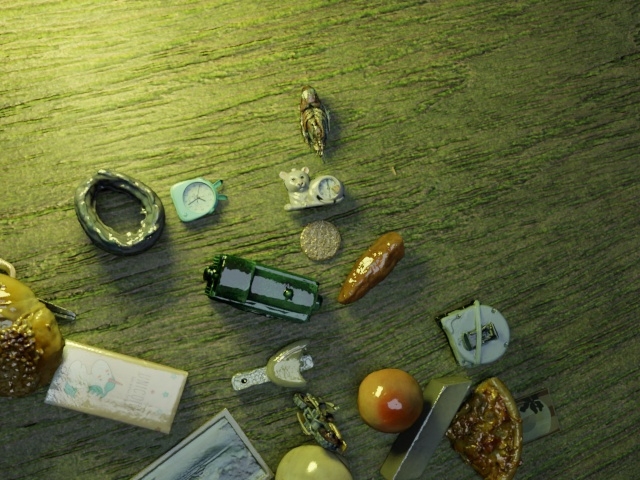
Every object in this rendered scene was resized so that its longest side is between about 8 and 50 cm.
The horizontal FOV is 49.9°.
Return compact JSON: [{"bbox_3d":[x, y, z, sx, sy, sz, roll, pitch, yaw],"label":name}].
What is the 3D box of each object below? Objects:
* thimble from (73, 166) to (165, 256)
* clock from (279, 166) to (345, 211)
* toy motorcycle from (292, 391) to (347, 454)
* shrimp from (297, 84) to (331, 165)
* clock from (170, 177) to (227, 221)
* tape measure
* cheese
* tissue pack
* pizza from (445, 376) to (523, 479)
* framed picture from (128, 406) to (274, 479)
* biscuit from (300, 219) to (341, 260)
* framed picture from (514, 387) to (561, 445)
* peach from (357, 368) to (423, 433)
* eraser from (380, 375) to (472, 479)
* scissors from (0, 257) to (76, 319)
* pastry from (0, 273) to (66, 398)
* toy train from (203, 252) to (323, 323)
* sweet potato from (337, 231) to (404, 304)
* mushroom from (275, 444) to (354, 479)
[{"bbox_3d":[-0.510,-0.073,1.760,0.205,0.172,0.236,-36,92,-14],"label":"thimble"},{"bbox_3d":[-0.021,-0.148,1.906,0.176,0.080,0.117,-8,88,-10],"label":"clock"},{"bbox_3d":[0.011,0.479,1.819,0.130,0.229,0.094,32,98,-31],"label":"toy motorcycle"},{"bbox_3d":[-0.011,-0.319,1.921,0.090,0.079,0.232,-14,95,-7],"label":"shrimp"},{"bbox_3d":[-0.324,-0.116,1.862,0.147,0.045,0.108,-19,91,-12],"label":"clock"},{"bbox_3d":[0.444,0.265,1.963,0.181,0.107,0.182,-28,90,-5],"label":"tape measure"},{"bbox_3d":[-0.127,0.354,1.871,0.235,0.050,0.127,-13,90,-13],"label":"cheese"},{"bbox_3d":[-0.524,0.378,1.780,0.326,0.071,0.170,17,81,-10],"label":"tissue pack"},{"bbox_3d":[0.466,0.555,1.957,0.226,0.086,0.335,-1,90,-7],"label":"pizza"},{"bbox_3d":[-0.313,0.631,1.832,0.315,0.024,0.232,-36,93,-12],"label":"framed picture"},{"bbox_3d":[0.000,0.000,1.934,0.120,0.015,0.120,1,86,-11],"label":"biscuit"},{"bbox_3d":[0.601,0.530,2.025,0.201,0.010,0.135,-17,89,-11],"label":"framed picture"},{"bbox_3d":[0.185,0.437,1.865,0.184,0.184,0.184,1,87,-11],"label":"peach"},{"bbox_3d":[0.293,0.519,1.914,0.077,0.111,0.352,33,81,-10],"label":"eraser"},{"bbox_3d":[-0.783,0.145,1.766,0.318,0.024,0.160,22,82,-8],"label":"scissors"},{"bbox_3d":[-0.776,0.242,1.645,0.285,0.184,0.315,-30,98,14],"label":"pastry"},{"bbox_3d":[-0.147,0.129,1.816,0.331,0.178,0.138,16,83,-9],"label":"toy train"},{"bbox_3d":[0.142,0.084,1.921,0.097,0.097,0.251,41,84,-6],"label":"sweet potato"},{"bbox_3d":[0.000,0.649,1.805,0.234,0.260,0.253,-25,87,-49],"label":"mushroom"}]
